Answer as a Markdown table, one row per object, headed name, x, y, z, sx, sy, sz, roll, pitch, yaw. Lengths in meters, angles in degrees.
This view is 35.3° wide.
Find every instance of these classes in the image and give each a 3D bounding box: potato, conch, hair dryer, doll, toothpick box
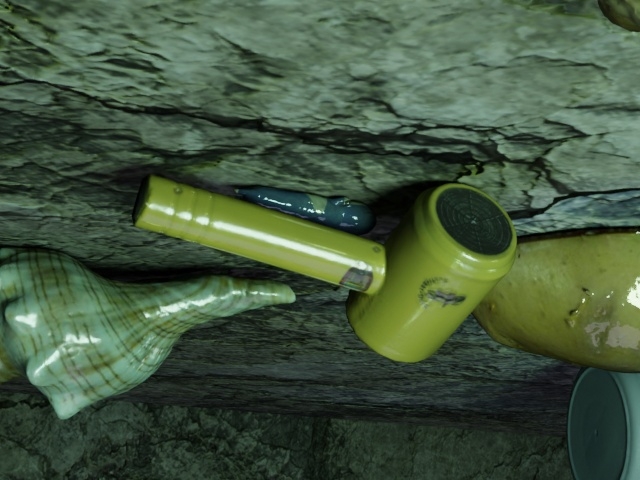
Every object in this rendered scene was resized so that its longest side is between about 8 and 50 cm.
| name | x | y | z | sx | sy | sz | roll | pitch | yaw |
| --- | --- | --- | --- | --- | --- | --- | --- | --- | --- |
| potato | 0.270 | 0.068 | 0.954 | 0.299 | 0.116 | 0.239 | -4 | 168 | 27 |
| conch | -0.229 | 0.096 | 1.037 | 0.386 | 0.170 | 0.203 | 7 | -171 | -11 |
| hair dryer | 0.000 | 0.000 | 0.758 | 0.278 | 0.090 | 0.135 | 16 | 138 | -17 |
| doll | -0.013 | -0.026 | 0.807 | 0.125 | 0.027 | 0.037 | 12 | 162 | -20 |
| toothpick box | 0.557 | 0.274 | 1.449 | 0.354 | 0.263 | 0.263 | 4 | 165 | -10 |

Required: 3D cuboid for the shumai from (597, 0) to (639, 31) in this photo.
| name | x | y | z | sx | sy | sz | roll | pitch | yaw |
| --- | --- | --- | --- | --- | --- | --- | --- | --- | --- |
| shumai | 0.186 | -0.078 | 0.365 | 0.161 | 0.153 | 0.209 | -14 | 155 | 28 |
